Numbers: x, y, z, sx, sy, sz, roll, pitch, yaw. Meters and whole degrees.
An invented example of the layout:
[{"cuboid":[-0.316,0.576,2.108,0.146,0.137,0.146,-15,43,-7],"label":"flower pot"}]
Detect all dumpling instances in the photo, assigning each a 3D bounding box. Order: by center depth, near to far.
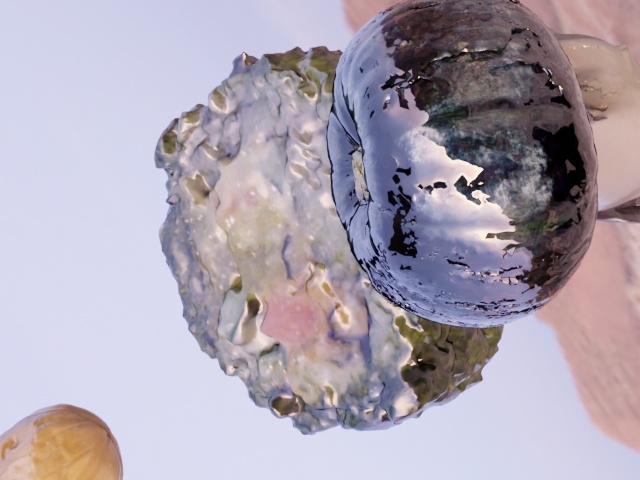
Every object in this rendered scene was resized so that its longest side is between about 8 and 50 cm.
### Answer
[{"cuboid":[0.222,-0.113,1.179,0.204,0.163,0.293,36,-172,36],"label":"dumpling"}]

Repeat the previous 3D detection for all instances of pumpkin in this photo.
[{"cuboid":[0.095,-0.054,0.850,0.233,0.163,0.233,170,90,-81],"label":"pumpkin"}]

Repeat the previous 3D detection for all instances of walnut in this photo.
[{"cuboid":[-0.325,0.286,1.495,0.165,0.197,0.165,57,-179,-2],"label":"walnut"}]

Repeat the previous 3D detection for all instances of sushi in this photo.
[{"cuboid":[0.000,0.000,1.172,0.178,0.294,0.351,-11,-93,-53],"label":"sushi"}]
